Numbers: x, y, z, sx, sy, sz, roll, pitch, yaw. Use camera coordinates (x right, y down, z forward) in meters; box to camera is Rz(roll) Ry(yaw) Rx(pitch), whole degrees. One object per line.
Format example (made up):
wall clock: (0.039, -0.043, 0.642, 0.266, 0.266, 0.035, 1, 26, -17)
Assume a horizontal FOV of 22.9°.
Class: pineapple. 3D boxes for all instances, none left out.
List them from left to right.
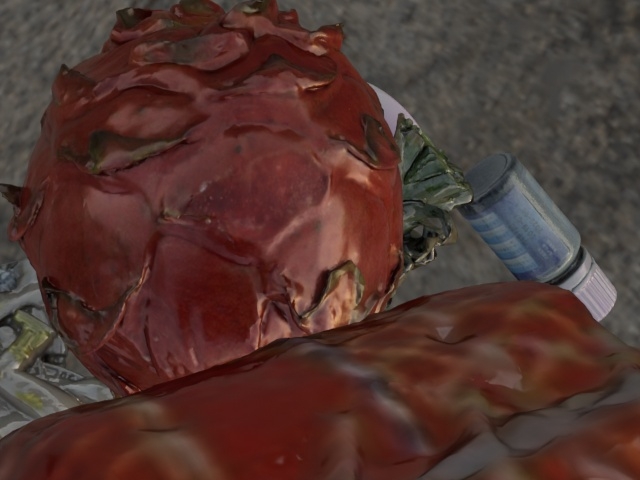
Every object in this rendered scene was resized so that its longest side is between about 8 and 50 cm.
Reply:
pineapple: (0.000, 0.000, 1.397, 0.271, 0.262, 0.262, -38, 103, 9)

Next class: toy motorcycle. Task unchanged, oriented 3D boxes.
toy motorcycle: (-0.300, 0.131, 1.423, 0.340, 0.108, 0.223, -11, 74, -9)

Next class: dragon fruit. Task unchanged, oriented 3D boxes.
dragon fruit: (-0.063, -0.021, 0.925, 0.241, 0.241, 0.252, -29, 80, 1)

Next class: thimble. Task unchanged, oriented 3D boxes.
thimble: (0.030, 0.200, 0.505, 0.230, 0.350, 0.350, -16, 104, -22)

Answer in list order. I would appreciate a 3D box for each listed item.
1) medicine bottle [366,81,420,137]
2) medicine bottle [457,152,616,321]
medicine bottle: (-0.013, -0.039, 1.669, 0.152, 0.152, 0.254, 47, 67, -12)
medicine bottle: (0.227, 0.004, 1.647, 0.083, 0.083, 0.203, -41, 109, 4)
